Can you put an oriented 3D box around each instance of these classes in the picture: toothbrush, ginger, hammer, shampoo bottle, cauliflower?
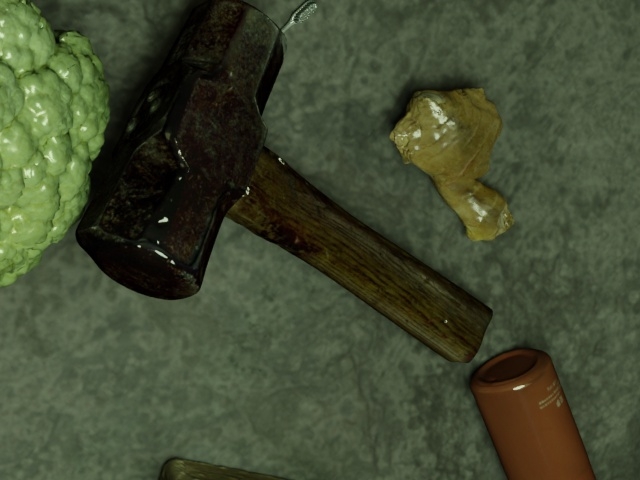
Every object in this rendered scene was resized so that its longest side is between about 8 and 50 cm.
[{"bbox_3d":[-0.064,-0.152,1.069,0.167,0.014,0.011,-44,116,-5],"label":"toothbrush"},{"bbox_3d":[0.133,-0.078,1.112,0.096,0.067,0.165,-43,120,-5],"label":"ginger"},{"bbox_3d":[0.000,0.000,1.047,0.408,0.095,0.243,36,58,-33],"label":"hammer"},{"bbox_3d":[0.219,0.225,1.174,0.085,0.085,0.244,-24,106,-11],"label":"shampoo bottle"},{"bbox_3d":[-0.304,-0.088,0.898,0.275,0.250,0.272,-56,152,12],"label":"cauliflower"}]

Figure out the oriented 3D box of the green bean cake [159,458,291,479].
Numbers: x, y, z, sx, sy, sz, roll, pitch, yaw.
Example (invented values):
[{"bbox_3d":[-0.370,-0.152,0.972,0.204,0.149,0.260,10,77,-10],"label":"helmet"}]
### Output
[{"bbox_3d":[-0.060,0.259,1.086,0.179,0.109,0.085,14,94,-18],"label":"green bean cake"}]
